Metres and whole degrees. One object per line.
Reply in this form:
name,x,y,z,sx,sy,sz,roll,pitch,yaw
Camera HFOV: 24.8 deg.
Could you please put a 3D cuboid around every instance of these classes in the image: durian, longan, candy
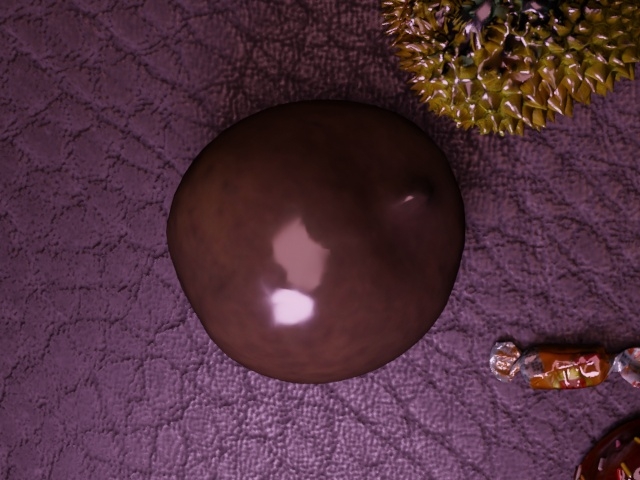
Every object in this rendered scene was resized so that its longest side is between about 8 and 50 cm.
durian,0.195,-0.228,1.419,0.291,0.224,0.291,-4,64,9
longan,0.001,0.000,1.449,0.297,0.297,0.297,1,101,6
candy,0.272,0.135,1.557,0.182,0.046,0.053,-2,99,8

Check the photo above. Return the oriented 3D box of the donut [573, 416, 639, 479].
donut,0.385,0.299,1.556,0.235,0.089,0.235,1,100,4
